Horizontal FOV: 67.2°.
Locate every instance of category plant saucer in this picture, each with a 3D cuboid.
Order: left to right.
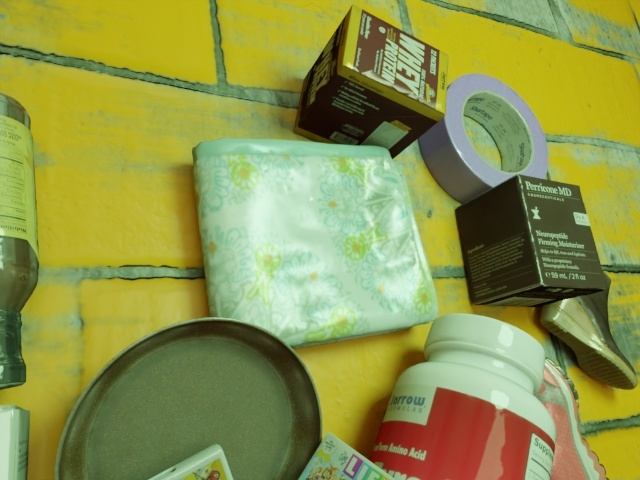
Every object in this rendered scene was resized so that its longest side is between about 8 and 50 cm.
[{"bbox_3d":[-0.145,0.246,0.583,0.311,0.050,0.310,1,88,-28],"label":"plant saucer"}]

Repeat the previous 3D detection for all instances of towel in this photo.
[{"bbox_3d":[0.000,0.000,0.761,0.374,0.090,0.320,-3,73,-27],"label":"towel"}]

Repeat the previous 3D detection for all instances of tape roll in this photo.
[{"bbox_3d":[0.341,-0.206,1.007,0.275,0.090,0.274,9,68,-24],"label":"tape roll"}]

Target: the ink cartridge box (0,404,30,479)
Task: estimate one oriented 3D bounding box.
[{"bbox_3d":[-0.389,0.304,0.441,0.197,0.114,0.272,1,72,-25],"label":"ink cartridge box"}]

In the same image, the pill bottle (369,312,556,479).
[{"bbox_3d":[0.182,0.317,0.653,0.229,0.229,0.407,32,60,-13],"label":"pill bottle"}]

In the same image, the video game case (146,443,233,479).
[{"bbox_3d":[-0.171,0.375,0.528,0.206,0.026,0.227,-21,98,-26],"label":"video game case"}]

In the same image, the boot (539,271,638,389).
[{"bbox_3d":[0.572,0.155,0.986,0.248,0.090,0.207,42,61,-3],"label":"boot"}]

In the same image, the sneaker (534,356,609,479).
[{"bbox_3d":[0.367,0.326,0.809,0.136,0.116,0.314,-20,82,-29],"label":"sneaker"}]

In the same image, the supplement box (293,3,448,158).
[{"bbox_3d":[0.084,-0.253,0.833,0.191,0.194,0.129,18,64,-20],"label":"supplement box"}]

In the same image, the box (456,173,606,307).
[{"bbox_3d":[0.384,0.010,0.901,0.168,0.167,0.203,5,70,-25],"label":"box"}]

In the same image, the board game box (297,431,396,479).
[{"bbox_3d":[0.038,0.311,0.565,0.103,0.154,0.026,-54,132,-19],"label":"board game box"}]

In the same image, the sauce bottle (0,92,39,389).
[{"bbox_3d":[-0.390,-0.002,0.557,0.111,0.111,0.344,-3,74,-27],"label":"sauce bottle"}]
